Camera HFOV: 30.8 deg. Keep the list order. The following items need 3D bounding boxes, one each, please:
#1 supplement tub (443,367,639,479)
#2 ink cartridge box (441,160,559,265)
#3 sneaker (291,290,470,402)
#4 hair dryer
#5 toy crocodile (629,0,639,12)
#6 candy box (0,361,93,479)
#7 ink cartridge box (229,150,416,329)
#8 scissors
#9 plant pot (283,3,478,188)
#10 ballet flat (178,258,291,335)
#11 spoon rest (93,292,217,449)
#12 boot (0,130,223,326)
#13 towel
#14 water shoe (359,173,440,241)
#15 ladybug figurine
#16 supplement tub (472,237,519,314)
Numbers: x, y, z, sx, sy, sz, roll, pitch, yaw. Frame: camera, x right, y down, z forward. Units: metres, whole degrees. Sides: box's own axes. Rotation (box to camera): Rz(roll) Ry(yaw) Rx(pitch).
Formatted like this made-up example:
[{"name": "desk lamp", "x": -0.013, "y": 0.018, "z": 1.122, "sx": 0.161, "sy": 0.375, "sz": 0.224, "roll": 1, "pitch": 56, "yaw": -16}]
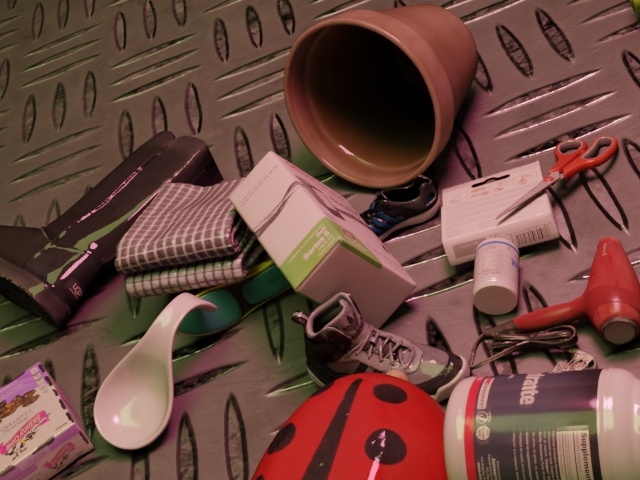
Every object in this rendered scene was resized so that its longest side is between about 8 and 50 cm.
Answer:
[{"name": "supplement tub", "x": 0.305, "y": 0.257, "z": 1.439, "sx": 0.272, "sy": 0.191, "sz": 0.191, "roll": -7, "pitch": 42, "yaw": 22}, {"name": "ink cartridge box", "x": 0.293, "y": -0.047, "z": 1.927, "sx": 0.181, "sy": 0.056, "sz": 0.224, "roll": -16, "pitch": 21, "yaw": 12}, {"name": "sneaker", "x": 0.079, "y": 0.158, "z": 1.707, "sx": 0.269, "sy": 0.153, "sz": 0.101, "roll": 3, "pitch": 46, "yaw": 31}, {"name": "hair dryer", "x": 0.360, "y": 0.098, "z": 1.682, "sx": 0.293, "sy": 0.080, "sz": 0.224, "roll": -43, "pitch": 41, "yaw": -22}, {"name": "toy crocodile", "x": 0.627, "y": -0.492, "z": 2.210, "sx": 0.115, "sy": 0.105, "sz": 0.340, "roll": -18, "pitch": 34, "yaw": 10}, {"name": "candy box", "x": -0.486, "y": 0.315, "z": 1.905, "sx": 0.165, "sy": 0.070, "sz": 0.196, "roll": -35, "pitch": 39, "yaw": -12}, {"name": "ink cartridge box", "x": 0.000, "y": 0.000, "z": 1.864, "sx": 0.114, "sy": 0.198, "sz": 0.273, "roll": -49, "pitch": 43, "yaw": 11}, {"name": "scissors", "x": 0.390, "y": -0.105, "z": 1.887, "sx": 0.109, "sy": 0.021, "sz": 0.297, "roll": 5, "pitch": 31, "yaw": 35}, {"name": "plant pot", "x": 0.142, "y": -0.297, "z": 2.109, "sx": 0.323, "sy": 0.323, "sz": 0.280, "roll": 9, "pitch": 34, "yaw": 36}, {"name": "ballet flat", "x": -0.143, "y": 0.093, "z": 1.983, "sx": 0.231, "sy": 0.077, "sz": 0.077, "roll": -27, "pitch": 17, "yaw": -6}, {"name": "spoon rest", "x": -0.266, "y": 0.203, "z": 1.856, "sx": 0.137, "sy": 0.084, "sz": 0.276, "roll": 21, "pitch": 73, "yaw": 25}, {"name": "boot", "x": -0.458, "y": -0.065, "z": 2.263, "sx": 0.367, "sy": 0.146, "sz": 0.445, "roll": 27, "pitch": 64, "yaw": 36}, {"name": "towel", "x": -0.207, "y": -0.020, "z": 2.037, "sx": 0.235, "sy": 0.121, "sz": 0.283, "roll": -13, "pitch": 24, "yaw": 21}, {"name": "water shoe", "x": 0.104, "y": -0.051, "z": 1.993, "sx": 0.203, "sy": 0.080, "sz": 0.073, "roll": -26, "pitch": 38, "yaw": 0}, {"name": "ladybug figurine", "x": 0.027, "y": 0.339, "z": 1.513, "sx": 0.305, "sy": 0.162, "sz": 0.449, "roll": -3, "pitch": 45, "yaw": 28}, {"name": "supplement tub", "x": 0.271, "y": 0.054, "z": 1.789, "sx": 0.071, "sy": 0.071, "sz": 0.107, "roll": -10, "pitch": 42, "yaw": 19}]
